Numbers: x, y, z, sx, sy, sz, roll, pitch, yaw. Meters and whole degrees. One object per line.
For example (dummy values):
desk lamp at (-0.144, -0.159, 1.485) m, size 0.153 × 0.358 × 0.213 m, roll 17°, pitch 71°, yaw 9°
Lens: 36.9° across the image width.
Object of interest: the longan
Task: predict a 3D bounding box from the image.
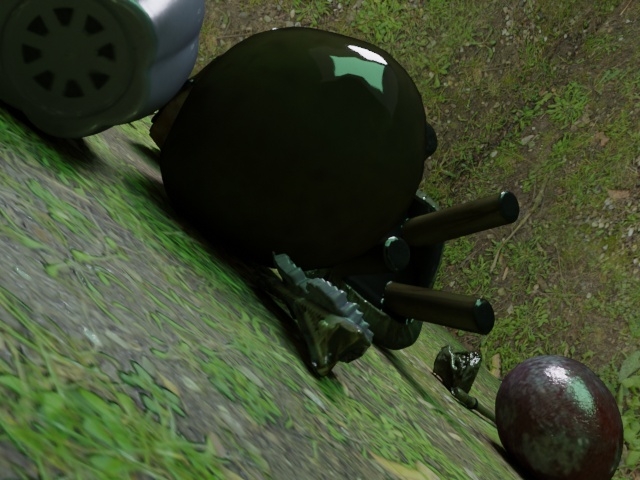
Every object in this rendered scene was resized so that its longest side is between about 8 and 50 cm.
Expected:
longan at (-0.031, -0.124, 1.341) m, size 0.404 × 0.404 × 0.336 m, roll -17°, pitch 89°, yaw -86°

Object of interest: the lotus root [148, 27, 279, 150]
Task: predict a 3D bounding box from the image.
lotus root at (-0.149, -0.173, 1.668) m, size 0.250 × 0.316 × 0.316 m, roll 59°, pitch 3°, yaw -2°

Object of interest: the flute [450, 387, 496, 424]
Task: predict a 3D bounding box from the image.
flute at (0.321, 0.337, 1.906) m, size 0.233 × 0.027 × 0.027 m, roll 38°, pitch 4°, yaw -45°

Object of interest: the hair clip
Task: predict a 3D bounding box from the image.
hair clip at (-0.013, 0.084, 1.116) m, size 0.106 × 0.084 × 0.292 m, roll 59°, pitch -9°, yaw -25°

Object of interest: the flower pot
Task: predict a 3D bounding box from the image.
flower pot at (-0.269, -0.236, 1.075) m, size 0.265 × 0.265 × 0.243 m, roll 40°, pitch 16°, yaw -16°

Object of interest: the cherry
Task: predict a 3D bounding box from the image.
cherry at (0.416, 0.316, 1.668) m, size 0.236 × 0.213 × 0.285 m, roll 32°, pitch 14°, yaw -9°

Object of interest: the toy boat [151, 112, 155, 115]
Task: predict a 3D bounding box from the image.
toy boat at (-0.378, -0.282, 1.766) m, size 0.172 × 0.066 × 0.065 m, roll 42°, pitch 0°, yaw 6°

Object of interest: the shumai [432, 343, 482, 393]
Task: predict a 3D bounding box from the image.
shumai at (0.271, 0.257, 1.929) m, size 0.087 × 0.099 × 0.124 m, roll 24°, pitch 0°, yaw 6°

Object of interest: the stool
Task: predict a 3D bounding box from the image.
stool at (0.149, -0.009, 1.608) m, size 0.310 × 0.311 × 0.226 m, roll 35°, pitch -32°, yaw -32°
